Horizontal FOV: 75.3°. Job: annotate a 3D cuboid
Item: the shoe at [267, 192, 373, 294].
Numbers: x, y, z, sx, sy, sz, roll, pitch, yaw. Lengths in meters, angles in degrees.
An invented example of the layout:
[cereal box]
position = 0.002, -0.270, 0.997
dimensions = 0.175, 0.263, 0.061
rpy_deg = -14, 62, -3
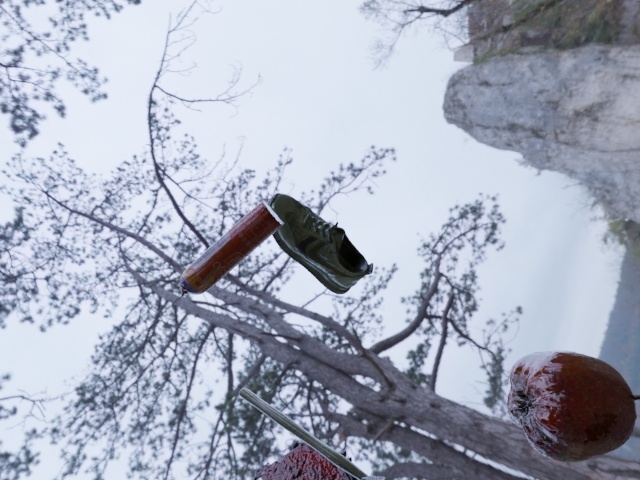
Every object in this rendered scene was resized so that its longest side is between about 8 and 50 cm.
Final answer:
[shoe]
position = 0.000, 0.000, 0.872
dimensions = 0.275, 0.098, 0.103
rpy_deg = 43, -141, -22

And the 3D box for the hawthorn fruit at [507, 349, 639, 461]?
[hawthorn fruit]
position = 0.386, 0.235, 0.603
dimensions = 0.203, 0.163, 0.163
rpy_deg = 3, -69, -6

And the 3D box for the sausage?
[sausage]
position = -0.095, 0.014, 0.421
dimensions = 0.129, 0.034, 0.034
rpy_deg = -41, -39, 5

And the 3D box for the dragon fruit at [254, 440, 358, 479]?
[dragon fruit]
position = 0.005, 0.691, 1.072
dimensions = 0.282, 0.343, 0.100
rpy_deg = -39, -41, 9

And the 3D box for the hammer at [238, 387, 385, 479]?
[hammer]
position = -0.018, 0.219, 0.467
dimensions = 0.013, 0.199, 0.062
rpy_deg = -62, -35, -12
